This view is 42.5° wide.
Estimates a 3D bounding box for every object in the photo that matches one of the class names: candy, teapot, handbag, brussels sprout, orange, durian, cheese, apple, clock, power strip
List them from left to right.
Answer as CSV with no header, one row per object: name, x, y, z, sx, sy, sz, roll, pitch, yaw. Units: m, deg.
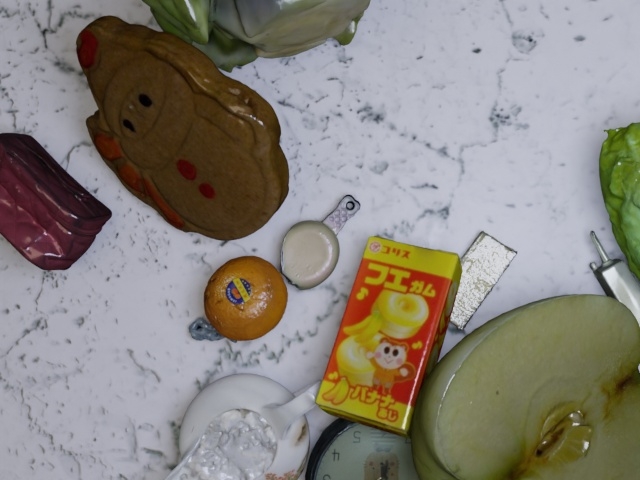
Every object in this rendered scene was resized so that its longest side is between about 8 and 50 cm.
handbag,-0.454,-0.064,1.317,0.225,0.146,0.135,44,99,5
orange,-0.116,0.091,1.289,0.136,0.117,0.135,-1,79,4
teapot,-0.111,0.303,1.272,0.298,0.139,0.204,-41,82,5
brussels sprout,-0.075,-0.469,1.184,0.425,0.342,0.361,-20,83,4
cheese,-0.007,-0.003,1.311,0.092,0.047,0.171,23,92,4
clock,0.090,0.370,1.268,0.226,0.049,0.226,0,91,-8
candy,0.107,0.141,1.227,0.146,0.088,0.276,11,73,20
apple,0.309,0.262,1.140,0.360,0.320,0.311,-30,62,-23
power strip,0.449,0.064,1.242,0.042,0.075,0.175,-30,86,7
durian,0.521,-0.020,1.155,0.204,0.256,0.339,-30,71,19

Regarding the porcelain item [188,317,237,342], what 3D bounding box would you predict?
porcelain item,-0.175,0.148,1.338,0.083,0.028,0.036,8,73,8

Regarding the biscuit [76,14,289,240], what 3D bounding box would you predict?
biscuit,-0.218,-0.159,1.217,0.381,0.359,0.074,45,50,-9

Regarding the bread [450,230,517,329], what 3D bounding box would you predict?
bread,0.237,0.062,1.291,0.068,0.028,0.153,35,93,7
